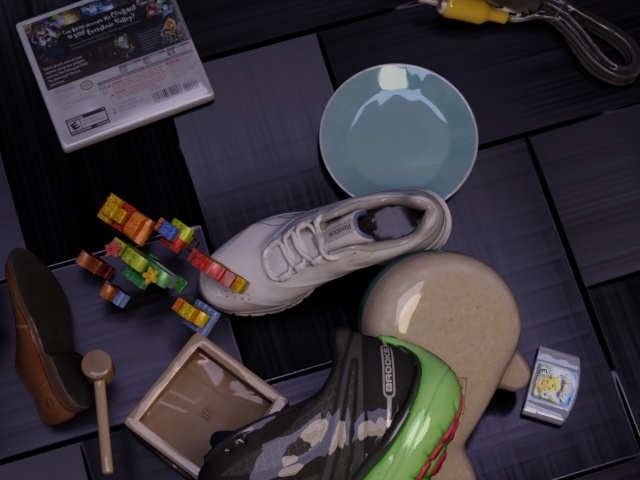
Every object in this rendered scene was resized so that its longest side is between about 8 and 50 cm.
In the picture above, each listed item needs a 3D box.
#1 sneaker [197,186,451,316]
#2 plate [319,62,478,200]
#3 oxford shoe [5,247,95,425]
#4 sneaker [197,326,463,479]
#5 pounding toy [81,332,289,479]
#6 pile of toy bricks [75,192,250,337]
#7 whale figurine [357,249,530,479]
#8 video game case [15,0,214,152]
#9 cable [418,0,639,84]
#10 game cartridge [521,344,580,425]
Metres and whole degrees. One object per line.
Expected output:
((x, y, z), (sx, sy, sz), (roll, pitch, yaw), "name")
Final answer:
((0.000, 0.000, 1.728), (0.297, 0.129, 0.111), (-21, 81, 1), "sneaker")
((0.092, -0.119, 1.830), (0.188, 0.024, 0.188), (1, 74, -3), "plate")
((-0.319, 0.107, 1.725), (0.076, 0.076, 0.212), (-35, 62, 28), "oxford shoe")
((-0.053, 0.293, 1.563), (0.202, 0.185, 0.483), (34, 73, 17), "sneaker")
((-0.169, 0.193, 1.689), (0.206, 0.094, 0.181), (36, 76, 11), "pounding toy")
((-0.193, 0.024, 1.695), (0.212, 0.105, 0.118), (32, 89, 28), "pile of toy bricks")
((0.121, 0.144, 1.712), (0.216, 0.141, 0.272), (0, 97, -14), "whale figurine")
((-0.244, -0.213, 1.846), (0.190, 0.022, 0.173), (-21, 76, -8), "video game case")
((0.261, -0.283, 1.886), (0.287, 0.072, 0.139), (27, 56, -7), "cable")
((0.264, 0.165, 1.756), (0.056, 0.017, 0.083), (17, 73, -1), "game cartridge")
